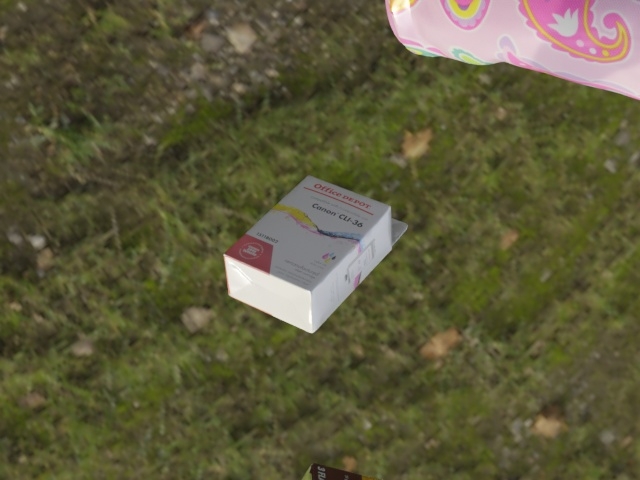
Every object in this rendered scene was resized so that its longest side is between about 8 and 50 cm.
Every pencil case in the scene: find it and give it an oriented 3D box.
[{"bbox_3d":[0.177,-0.129,0.738,0.124,0.284,0.124,-34,135,-44],"label":"pencil case"}]

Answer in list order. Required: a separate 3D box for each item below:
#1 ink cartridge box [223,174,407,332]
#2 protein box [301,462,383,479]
[{"bbox_3d":[0.000,0.000,1.441,0.198,0.115,0.067,-45,146,-37],"label":"ink cartridge box"},{"bbox_3d":[0.048,0.346,1.260,0.201,0.136,0.200,17,127,-16],"label":"protein box"}]
